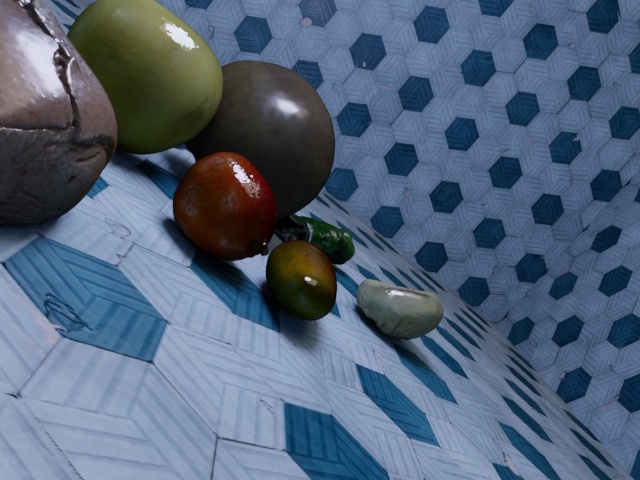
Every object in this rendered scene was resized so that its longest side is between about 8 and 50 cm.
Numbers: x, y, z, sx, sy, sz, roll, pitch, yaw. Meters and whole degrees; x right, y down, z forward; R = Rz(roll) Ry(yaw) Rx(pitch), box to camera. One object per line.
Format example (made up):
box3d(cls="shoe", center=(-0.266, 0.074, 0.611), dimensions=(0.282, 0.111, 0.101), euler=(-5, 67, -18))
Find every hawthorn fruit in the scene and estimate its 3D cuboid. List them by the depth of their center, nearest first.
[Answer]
box3d(cls="hawthorn fruit", center=(-0.145, -0.044, 1.003), dimensions=(0.188, 0.169, 0.169), euler=(51, 13, 34))

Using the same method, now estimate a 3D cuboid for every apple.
box3d(cls="apple", center=(-0.329, -0.299, 1.149), dimensions=(0.292, 0.254, 0.292), euler=(42, -6, 5))

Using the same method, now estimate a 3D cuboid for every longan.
box3d(cls="longan", center=(-0.132, -0.216, 1.361), dimensions=(0.361, 0.361, 0.361), euler=(39, 9, -7))

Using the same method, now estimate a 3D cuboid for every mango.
box3d(cls="mango", center=(-0.033, 0.064, 1.070), dimensions=(0.133, 0.111, 0.267), euler=(54, 5, -10))

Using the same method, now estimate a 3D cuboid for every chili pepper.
box3d(cls="chili pepper", center=(0.000, 0.000, 1.603), dimensions=(0.136, 0.098, 0.271), euler=(15, -2, 37))

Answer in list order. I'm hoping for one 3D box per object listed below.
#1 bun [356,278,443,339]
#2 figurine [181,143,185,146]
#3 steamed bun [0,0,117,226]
box3d(cls="bun", center=(0.176, 0.167, 1.437), dimensions=(0.223, 0.127, 0.222), euler=(11, -1, 0))
box3d(cls="figurine", center=(-0.349, -0.277, 1.606), dimensions=(0.149, 0.088, 0.086), euler=(-64, 141, -80))
box3d(cls="steamed bun", center=(-0.333, -0.157, 0.646), dimensions=(0.252, 0.199, 0.301), euler=(40, 8, -1))
